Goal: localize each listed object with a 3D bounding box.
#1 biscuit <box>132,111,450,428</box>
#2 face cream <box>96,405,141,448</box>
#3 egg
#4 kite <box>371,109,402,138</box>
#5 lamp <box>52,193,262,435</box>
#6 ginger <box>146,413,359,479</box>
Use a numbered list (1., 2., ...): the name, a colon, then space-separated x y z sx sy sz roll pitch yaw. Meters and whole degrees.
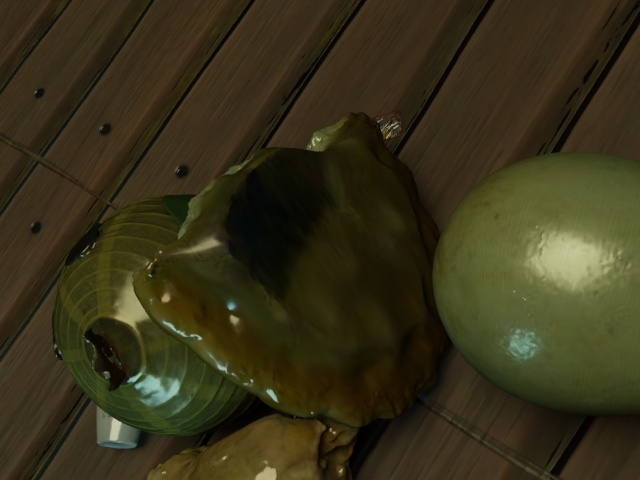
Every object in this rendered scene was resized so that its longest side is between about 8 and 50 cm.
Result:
1. biscuit: 0.000 0.000 0.801 0.078 0.329 0.334 -31 43 47
2. face cream: -0.222 0.145 0.981 0.072 0.051 0.182 -9 64 25
3. egg: 0.241 0.040 0.707 0.296 0.218 0.218 10 72 16
4. kite: 0.064 -0.125 0.996 0.078 0.002 0.044 -31 57 9
5. lamp: -0.153 0.084 0.841 0.250 0.284 0.250 5 105 18
6. ginger: -0.077 0.248 0.812 0.267 0.138 0.152 -22 54 22
